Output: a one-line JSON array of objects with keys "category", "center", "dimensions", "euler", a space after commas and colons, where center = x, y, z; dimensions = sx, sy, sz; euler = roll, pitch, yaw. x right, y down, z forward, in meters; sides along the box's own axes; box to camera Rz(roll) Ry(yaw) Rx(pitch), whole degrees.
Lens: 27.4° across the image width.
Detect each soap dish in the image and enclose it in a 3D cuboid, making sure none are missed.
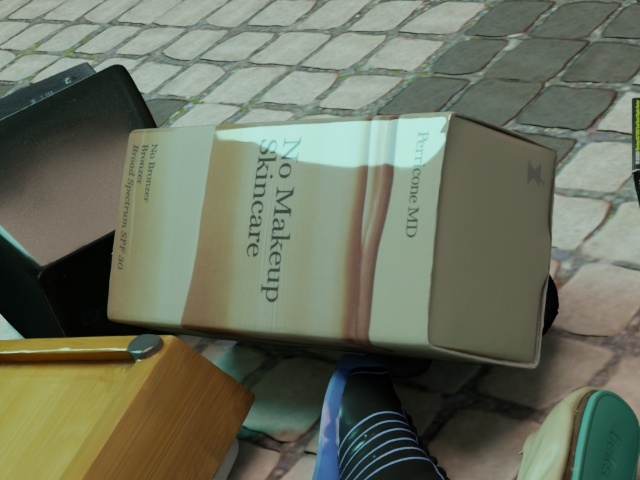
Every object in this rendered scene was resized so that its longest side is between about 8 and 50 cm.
[{"category": "soap dish", "center": [-0.202, 0.180, 0.854], "dimensions": [0.229, 0.118, 0.291], "euler": [-3, 35, 27]}]

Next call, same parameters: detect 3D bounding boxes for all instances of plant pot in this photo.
[{"category": "plant pot", "center": [-0.188, 0.001, 1.092], "dimensions": [0.187, 0.188, 0.167], "euler": [-29, 44, -15]}]

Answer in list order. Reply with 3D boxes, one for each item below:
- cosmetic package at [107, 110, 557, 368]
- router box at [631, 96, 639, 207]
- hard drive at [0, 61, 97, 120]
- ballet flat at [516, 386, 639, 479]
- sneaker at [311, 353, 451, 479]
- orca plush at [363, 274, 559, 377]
[{"category": "cosmetic package", "center": [0.000, 0.000, 0.908], "dimensions": [0.296, 0.153, 0.129], "euler": [-1, -9, 41]}, {"category": "router box", "center": [0.298, -0.079, 1.053], "dimensions": [0.092, 0.038, 0.122], "euler": [-8, 32, 19]}, {"category": "hard drive", "center": [-0.351, -0.110, 1.475], "dimensions": [0.254, 0.054, 0.172], "euler": [-27, 31, -12]}, {"category": "ballet flat", "center": [0.120, 0.182, 0.714], "dimensions": [0.086, 0.086, 0.248], "euler": [-3, 33, 27]}, {"category": "sneaker", "center": [0.040, 0.152, 0.807], "dimensions": [0.090, 0.081, 0.232], "euler": [5, 31, 5]}, {"category": "orca plush", "center": [0.069, 0.033, 0.999], "dimensions": [0.287, 0.102, 0.151], "euler": [-7, 76, 40]}]
